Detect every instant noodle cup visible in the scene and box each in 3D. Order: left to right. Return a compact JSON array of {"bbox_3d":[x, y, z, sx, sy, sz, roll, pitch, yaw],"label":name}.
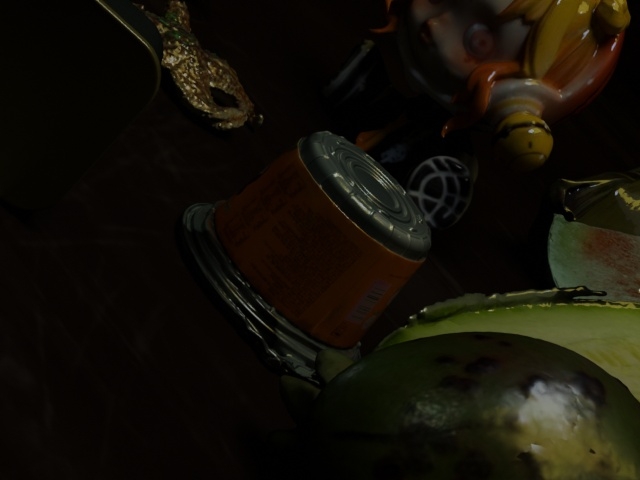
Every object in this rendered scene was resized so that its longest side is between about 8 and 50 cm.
[{"bbox_3d":[0.000,0.000,1.349,0.177,0.125,0.208,30,22,-36],"label":"instant noodle cup"}]

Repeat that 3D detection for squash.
[{"bbox_3d":[0.178,0.117,1.348,0.309,0.210,0.233,33,9,-44],"label":"squash"}]

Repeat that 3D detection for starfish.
[{"bbox_3d":[-0.126,-0.159,1.590,0.209,0.053,0.150,36,32,-36],"label":"starfish"}]

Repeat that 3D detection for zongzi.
[{"bbox_3d":[0.420,0.028,1.983,0.317,0.154,0.289,-20,63,-26],"label":"zongzi"}]

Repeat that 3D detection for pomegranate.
[{"bbox_3d":[0.061,0.144,1.044,0.306,0.242,0.242,31,8,34],"label":"pomegranate"}]

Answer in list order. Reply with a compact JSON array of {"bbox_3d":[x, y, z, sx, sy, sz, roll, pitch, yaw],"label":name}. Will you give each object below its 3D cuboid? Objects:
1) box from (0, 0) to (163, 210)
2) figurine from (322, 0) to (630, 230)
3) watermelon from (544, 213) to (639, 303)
[{"bbox_3d":[-0.209,-0.133,1.171,0.201,0.144,0.090,39,14,-11],"label":"box"},{"bbox_3d":[0.172,-0.183,1.809,0.196,0.323,0.320,24,27,-45],"label":"figurine"},{"bbox_3d":[0.364,0.108,1.659,0.387,0.258,0.228,46,32,-32],"label":"watermelon"}]
